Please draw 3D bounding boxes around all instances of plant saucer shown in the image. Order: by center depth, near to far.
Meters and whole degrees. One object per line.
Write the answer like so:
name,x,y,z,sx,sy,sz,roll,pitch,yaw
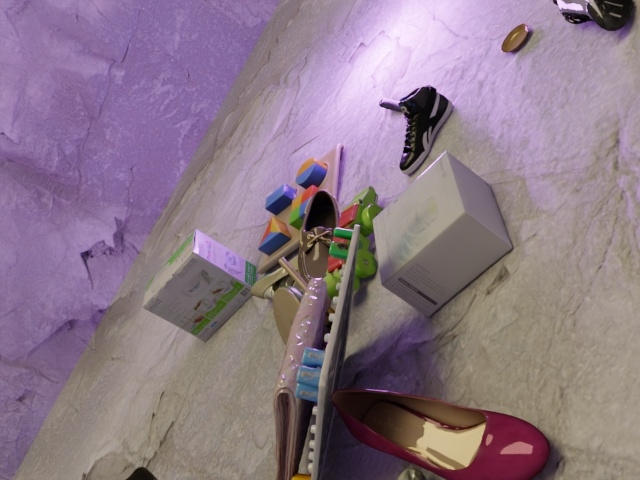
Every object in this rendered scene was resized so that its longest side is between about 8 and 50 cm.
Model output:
plant saucer,0.458,-0.469,1.913,0.083,0.015,0.083,-43,26,27

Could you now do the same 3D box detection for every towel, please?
towel,-0.044,0.287,1.589,0.332,0.053,0.317,-75,-8,-56

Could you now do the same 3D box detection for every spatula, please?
spatula,0.225,-0.359,2.200,0.084,0.030,0.296,-59,24,0

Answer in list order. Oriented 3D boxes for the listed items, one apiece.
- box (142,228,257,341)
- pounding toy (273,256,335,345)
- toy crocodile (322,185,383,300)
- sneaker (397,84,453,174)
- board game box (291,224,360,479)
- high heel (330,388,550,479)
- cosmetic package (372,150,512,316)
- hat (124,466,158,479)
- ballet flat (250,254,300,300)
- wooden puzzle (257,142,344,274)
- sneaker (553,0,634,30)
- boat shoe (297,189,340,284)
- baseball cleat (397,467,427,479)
box,-0.356,0.139,2.424,0.262,0.231,0.127,-45,26,25
pounding toy,-0.018,0.160,1.883,0.183,0.110,0.237,50,146,36
toy crocodile,0.073,0.004,1.929,0.115,0.105,0.340,-30,34,45
sneaker,0.221,-0.279,1.990,0.217,0.121,0.079,-60,23,-9
board game box,0.008,0.231,1.506,0.390,0.050,0.390,-75,-8,-49
high heel,0.170,0.296,1.268,0.377,0.181,0.127,-18,43,55
cosmetic package,0.231,-0.015,1.613,0.225,0.138,0.224,-43,27,25
hat,-0.375,0.689,1.873,0.331,0.134,0.331,-27,56,48
ballet flat,-0.096,0.112,2.160,0.248,0.086,0.086,-37,30,35
wooden puzzle,-0.072,-0.103,2.380,0.322,0.080,0.348,-36,30,39
sneaker,0.552,-0.483,1.678,0.271,0.100,0.108,-99,23,-53
boat shoe,0.000,0.000,2.041,0.117,0.096,0.324,-4,39,9
baseball cleat,0.141,0.462,1.277,0.206,0.072,0.109,-84,19,-50
